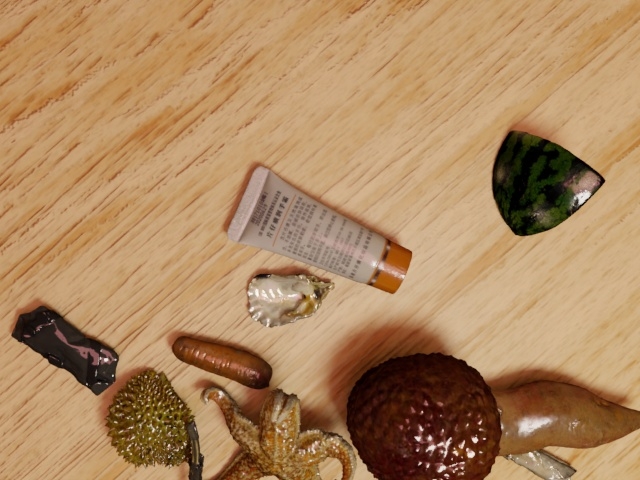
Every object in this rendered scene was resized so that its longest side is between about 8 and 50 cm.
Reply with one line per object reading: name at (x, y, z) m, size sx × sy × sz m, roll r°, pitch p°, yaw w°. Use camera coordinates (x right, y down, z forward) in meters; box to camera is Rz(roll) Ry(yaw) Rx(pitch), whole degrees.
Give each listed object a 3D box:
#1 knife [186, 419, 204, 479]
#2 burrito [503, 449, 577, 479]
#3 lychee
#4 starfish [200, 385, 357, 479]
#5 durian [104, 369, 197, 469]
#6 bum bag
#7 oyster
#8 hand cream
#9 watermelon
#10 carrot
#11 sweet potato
knife at (-0.216, 0.408, 1.034) m, size 0.046 × 0.021 × 0.222 m, roll 6°, pitch 106°, yaw 34°
burrito at (0.428, 0.435, 1.159) m, size 0.171 × 0.042 × 0.051 m, roll 30°, pitch 90°, yaw -6°
lychee at (0.172, 0.315, 1.006) m, size 0.261 × 0.260 × 0.260 m, roll -1°, pitch 97°, yaw -7°
starfish at (-0.095, 0.377, 1.045) m, size 0.312 × 0.113 × 0.303 m, roll 45°, pitch 117°, yaw -9°
durian at (-0.286, 0.340, 1.034) m, size 0.146 × 0.102 × 0.208 m, roll -40°, pitch 103°, yaw -7°
bum bag at (-0.436, 0.189, 1.021) m, size 0.198 × 0.049 × 0.087 m, roll 38°, pitch 96°, yaw -10°
oyster at (-0.063, 0.097, 1.055) m, size 0.121 × 0.045 × 0.146 m, roll 43°, pitch 98°, yaw -13°
hand cream at (0.000, 0.000, 1.032) m, size 0.314 × 0.089 × 0.139 m, roll 27°, pitch 92°, yaw -5°
watermelon at (0.379, -0.114, 1.053) m, size 0.145 × 0.137 × 0.193 m, roll 41°, pitch 133°, yaw -11°
carrot at (-0.173, 0.212, 1.051) m, size 0.186 × 0.060 × 0.060 m, roll 22°, pitch 94°, yaw -5°
sweet potato at (0.452, 0.324, 1.107) m, size 0.337 × 0.131 × 0.131 m, roll -4°, pitch 97°, yaw -6°
